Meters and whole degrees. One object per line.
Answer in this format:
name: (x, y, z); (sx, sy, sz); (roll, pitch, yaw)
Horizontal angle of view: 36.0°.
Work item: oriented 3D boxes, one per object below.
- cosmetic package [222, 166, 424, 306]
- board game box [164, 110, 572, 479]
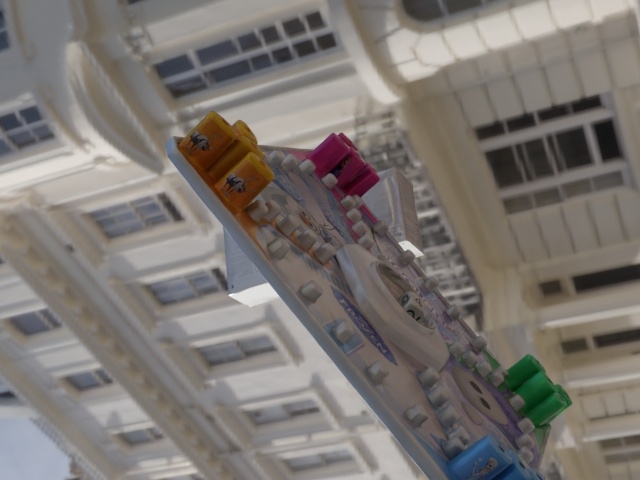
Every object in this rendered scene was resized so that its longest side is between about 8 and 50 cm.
cosmetic package: (0.000, 0.000, 1.190); (0.060, 0.239, 0.098); (39, -140, -54)
board game box: (0.075, 0.050, 0.880); (0.390, 0.050, 0.390); (50, -165, 9)
